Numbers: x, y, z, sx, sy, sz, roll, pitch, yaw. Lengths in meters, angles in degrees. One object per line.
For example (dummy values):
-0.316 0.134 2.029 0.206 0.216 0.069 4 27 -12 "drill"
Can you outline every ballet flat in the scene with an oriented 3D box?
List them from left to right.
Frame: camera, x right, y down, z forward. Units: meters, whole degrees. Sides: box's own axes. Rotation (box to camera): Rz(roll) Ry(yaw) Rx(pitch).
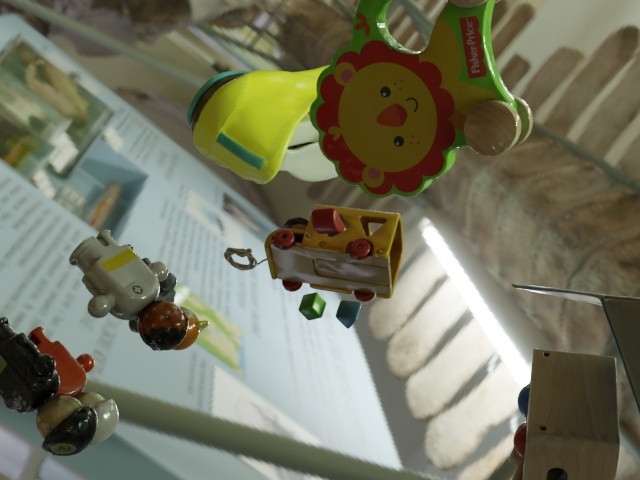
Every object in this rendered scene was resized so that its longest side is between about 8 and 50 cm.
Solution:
0.008 -0.077 0.661 0.231 0.077 0.077 -23 147 -54 "ballet flat"

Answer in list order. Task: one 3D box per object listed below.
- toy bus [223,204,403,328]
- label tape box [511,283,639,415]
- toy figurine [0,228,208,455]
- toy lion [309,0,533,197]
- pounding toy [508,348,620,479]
0.012 0.005 1.324 0.191 0.202 0.104 -31 -150 44 "toy bus"
0.331 0.102 0.708 0.333 0.240 0.106 2 -97 38 "label tape box"
-0.225 0.108 1.039 0.209 0.148 0.213 -42 174 -9 "toy figurine"
0.039 -0.070 0.444 0.096 0.100 0.034 -5 -169 24 "toy lion"
0.192 0.187 0.857 0.130 0.100 0.141 -67 160 -56 "pounding toy"
